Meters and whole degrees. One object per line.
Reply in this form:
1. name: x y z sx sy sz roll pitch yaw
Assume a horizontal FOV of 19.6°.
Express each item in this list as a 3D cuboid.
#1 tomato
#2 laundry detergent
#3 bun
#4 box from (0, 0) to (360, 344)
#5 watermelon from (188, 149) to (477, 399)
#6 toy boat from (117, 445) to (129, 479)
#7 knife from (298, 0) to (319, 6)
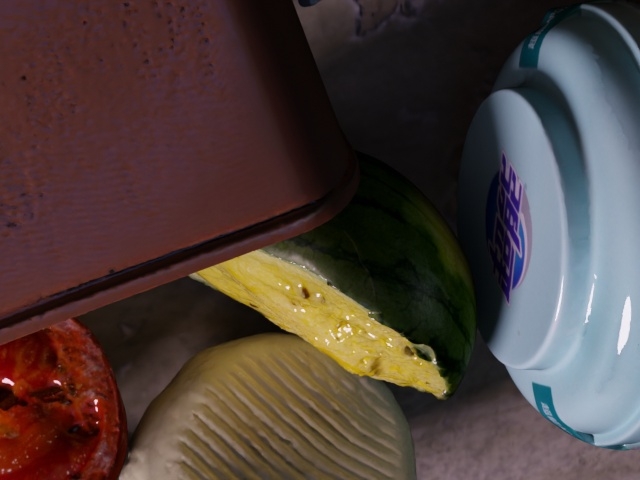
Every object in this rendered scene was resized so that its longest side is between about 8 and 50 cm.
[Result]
1. tomato: -0.200 0.121 1.239 0.139 0.159 0.091 -25 165 -8
2. laundry detergent: 0.260 -0.015 1.196 0.305 0.287 0.287 -4 121 -17
3. bun: -0.043 0.169 1.299 0.222 0.127 0.222 7 73 -25
4. box: -0.184 -0.108 1.031 0.339 0.239 0.229 -21 122 -4
5. watermelon: 0.006 0.004 1.198 0.232 0.204 0.127 30 78 5
6. toy boat: -0.172 0.218 1.290 0.282 0.096 0.206 -35 94 -33
7. knife: 0.054 -0.249 1.073 0.278 0.053 0.123 -37 120 -34
